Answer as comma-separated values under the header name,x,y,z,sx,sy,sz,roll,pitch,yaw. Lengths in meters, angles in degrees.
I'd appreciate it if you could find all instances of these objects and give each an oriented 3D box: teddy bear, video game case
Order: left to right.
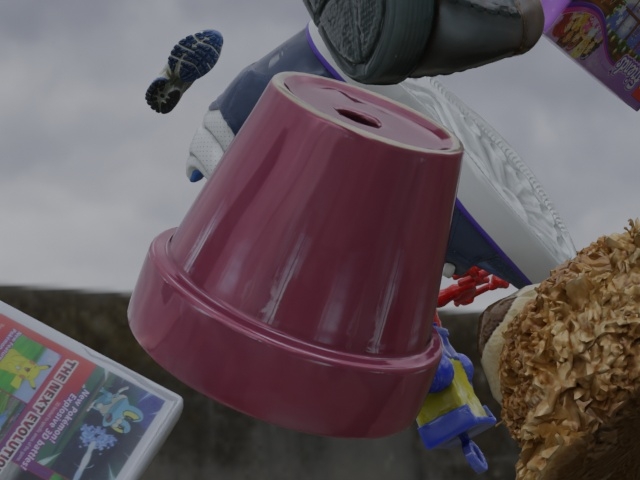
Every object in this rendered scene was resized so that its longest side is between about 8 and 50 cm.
name,x,y,z,sx,sy,sz,roll,pitch,yaw
video game case,-0.191,0.110,0.714,0.183,0.201,0.023,27,-38,6
teddy bear,0.168,0.107,0.817,0.338,0.113,0.245,23,-71,-50

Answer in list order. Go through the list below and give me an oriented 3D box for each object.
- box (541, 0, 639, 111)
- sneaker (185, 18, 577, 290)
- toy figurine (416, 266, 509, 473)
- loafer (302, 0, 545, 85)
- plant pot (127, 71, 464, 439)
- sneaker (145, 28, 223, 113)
name,x,y,z,sx,sy,sz,roll,pitch,yaw
box,0.301,-0.247,1.429,0.201,0.057,0.293,-53,-27,10
sneaker,0.038,-0.021,1.297,0.236,0.323,0.130,-41,11,24
toy figurine,0.147,0.139,1.621,0.191,0.217,0.362,-22,-12,12
loafer,0.021,-0.172,0.703,0.084,0.268,0.096,-2,-38,-23
plant pot,0.000,0.000,0.964,0.201,0.180,0.201,20,17,-6
sneaker,-0.163,-0.216,1.853,0.052,0.058,0.135,43,-57,-11
